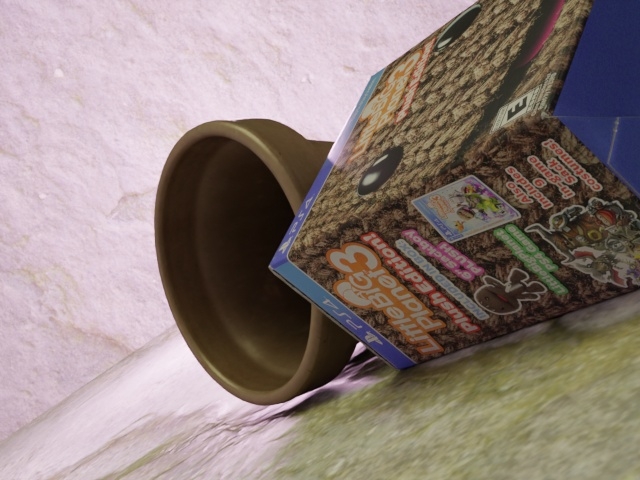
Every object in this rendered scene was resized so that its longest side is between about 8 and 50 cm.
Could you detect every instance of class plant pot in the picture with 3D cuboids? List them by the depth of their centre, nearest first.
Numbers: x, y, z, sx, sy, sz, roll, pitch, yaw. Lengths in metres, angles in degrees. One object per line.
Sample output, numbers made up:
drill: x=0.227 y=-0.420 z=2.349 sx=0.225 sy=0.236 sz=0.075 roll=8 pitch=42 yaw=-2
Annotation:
plant pot: x=0.000 y=0.000 z=0.989 sx=0.229 sy=0.263 sz=0.263 roll=-16 pitch=-8 yaw=-39

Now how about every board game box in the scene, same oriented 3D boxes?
board game box: x=0.133 y=-0.064 z=0.745 sx=0.291 sy=0.141 sz=0.232 roll=-29 pitch=27 yaw=49
